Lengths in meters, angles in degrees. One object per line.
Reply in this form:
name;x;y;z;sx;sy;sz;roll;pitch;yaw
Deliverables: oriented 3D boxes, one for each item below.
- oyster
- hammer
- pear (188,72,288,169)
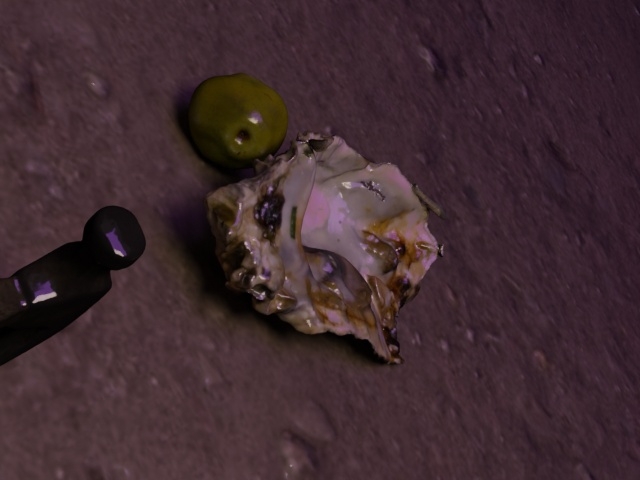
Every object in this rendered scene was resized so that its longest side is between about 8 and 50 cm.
oyster;-0.002;-0.003;1.163;0.354;0.107;0.201;28;63;-56
hammer;-0.301;0.058;0.678;0.440;0.168;0.044;-11;69;-47
pear;-0.075;-0.107;1.151;0.092;0.092;0.097;47;20;-17
